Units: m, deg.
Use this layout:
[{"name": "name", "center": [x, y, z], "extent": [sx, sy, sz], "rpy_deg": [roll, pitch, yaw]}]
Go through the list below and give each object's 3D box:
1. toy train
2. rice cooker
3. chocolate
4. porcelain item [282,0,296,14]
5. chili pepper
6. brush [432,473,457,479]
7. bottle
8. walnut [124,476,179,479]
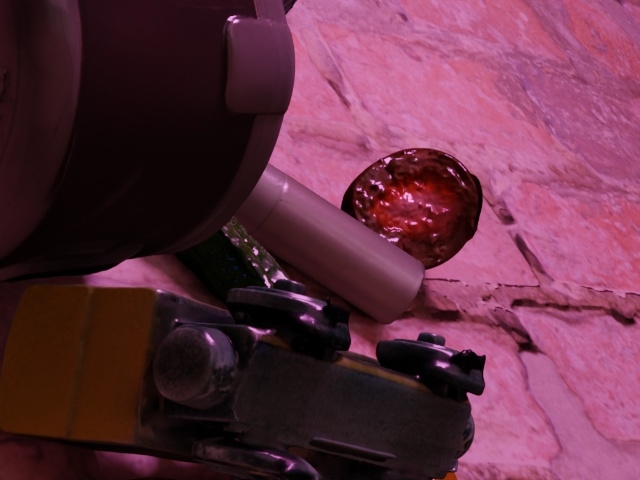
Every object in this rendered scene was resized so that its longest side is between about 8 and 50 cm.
[{"name": "toy train", "center": [-0.035, 0.122, 1.295], "extent": [0.369, 0.237, 0.150], "rpy_deg": [23, 73, -53]}, {"name": "rice cooker", "center": [-0.211, -0.131, 1.302], "extent": [0.325, 0.335, 0.335], "rpy_deg": [-6, 56, -54]}, {"name": "chocolate", "center": [0.083, -0.032, 1.716], "extent": [0.133, 0.127, 0.124], "rpy_deg": [12, 49, -19]}, {"name": "porcelain item", "center": [-0.136, -0.316, 1.651], "extent": [0.157, 0.281, 0.286], "rpy_deg": [-7, 54, -51]}, {"name": "chili pepper", "center": [-0.085, 0.012, 1.495], "extent": [0.279, 0.065, 0.122], "rpy_deg": [49, -4, 9]}, {"name": "brush", "center": [0.122, 0.249, 1.515], "extent": [0.103, 0.013, 0.272], "rpy_deg": [17, 38, -39]}, {"name": "bottle", "center": [0.000, 0.000, 1.623], "extent": [0.201, 0.072, 0.072], "rpy_deg": [33, 31, -18]}, {"name": "walnut", "center": [-0.079, 0.233, 1.185], "extent": [0.207, 0.116, 0.116], "rpy_deg": [25, 34, -18]}]
